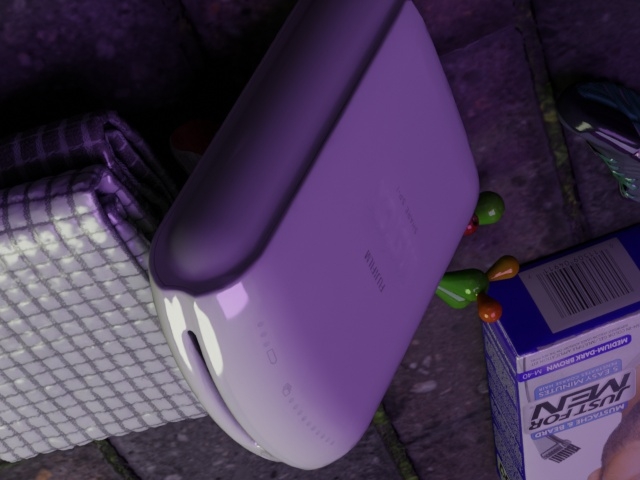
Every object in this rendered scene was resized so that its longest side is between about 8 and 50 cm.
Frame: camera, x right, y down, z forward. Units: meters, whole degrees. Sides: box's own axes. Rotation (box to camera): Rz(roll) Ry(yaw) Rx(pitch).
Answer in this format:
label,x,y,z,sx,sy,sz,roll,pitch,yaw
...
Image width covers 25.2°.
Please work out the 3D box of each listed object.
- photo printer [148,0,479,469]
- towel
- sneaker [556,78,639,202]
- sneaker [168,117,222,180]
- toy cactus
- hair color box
label,x,y,z,sx,sy,sz,roll,pitch,yaw
photo printer,0.000,0.000,1.052,0.107,0.308,0.256,12,148,30
towel,-0.197,0.037,1.086,0.235,0.121,0.284,-15,139,16
sneaker,0.276,-0.069,1.253,0.223,0.083,0.098,13,132,-35
sneaker,-0.081,-0.004,1.155,0.092,0.088,0.225,-18,136,1
toy cactus,0.063,0.032,1.259,0.180,0.112,0.219,26,128,-29
hair color box,0.272,0.153,1.461,0.185,0.110,0.339,-20,140,-5
